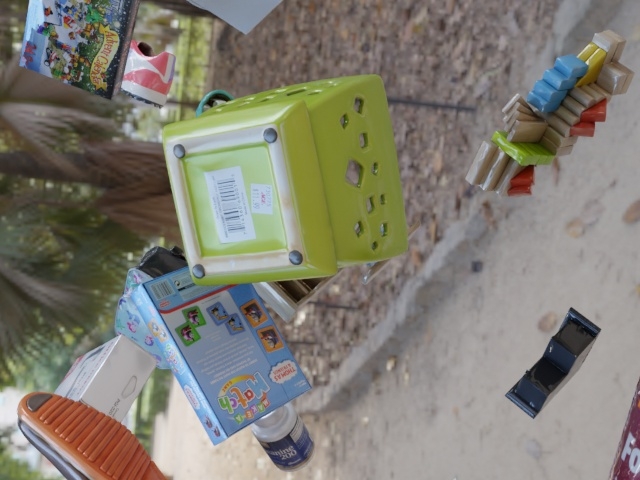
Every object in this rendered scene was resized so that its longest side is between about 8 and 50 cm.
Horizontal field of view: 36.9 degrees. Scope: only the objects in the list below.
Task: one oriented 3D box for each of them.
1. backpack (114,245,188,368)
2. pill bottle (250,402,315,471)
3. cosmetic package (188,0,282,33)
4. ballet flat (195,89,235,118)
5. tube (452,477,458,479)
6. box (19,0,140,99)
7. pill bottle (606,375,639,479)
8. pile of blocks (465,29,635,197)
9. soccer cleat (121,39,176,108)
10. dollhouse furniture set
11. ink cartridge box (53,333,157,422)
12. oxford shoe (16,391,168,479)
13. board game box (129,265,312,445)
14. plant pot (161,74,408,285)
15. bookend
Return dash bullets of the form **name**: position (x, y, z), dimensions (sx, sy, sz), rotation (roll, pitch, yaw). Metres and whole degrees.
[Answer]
- **backpack**: position (-0.339, 0.168, 2.120), dimensions (0.191, 0.225, 0.253), rotation (-56, -5, -39)
- **pill bottle**: position (-0.057, 0.261, 1.324), dimensions (0.067, 0.067, 0.120), rotation (-98, -14, -49)
- **cosmetic package**: position (-0.103, -0.487, 1.454), dimensions (0.385, 0.217, 0.156), rotation (-16, 48, 61)
- **ballet flat**: position (-0.151, -0.132, 1.504), dimensions (0.087, 0.083, 0.247), rotation (114, 146, -61)
- **tube**: position (0.154, 0.425, 1.362), dimensions (0.240, 0.070, 0.062), rotation (-50, 30, 39)
- **box**: position (-0.370, -0.353, 1.488), dimensions (0.044, 0.159, 0.233), rotation (-69, -1, -58)
- **pill bottle**: position (0.495, 0.250, 1.195), dimensions (0.224, 0.224, 0.392), rotation (-116, 35, -69)
- **pile of blocks**: position (0.415, -0.210, 1.676), dimensions (0.362, 0.149, 0.112), rotation (-51, 53, 10)
- **soccer cleat**: position (-0.415, -0.382, 2.051), dimensions (0.318, 0.109, 0.116), rotation (32, 100, 42)
- **dollhouse furniture set**: position (0.000, 0.000, 1.597), dimensions (0.161, 0.212, 0.242), rotation (-37, -13, -44)
- **ink cartridge box**: position (-0.415, 0.279, 1.773), dimensions (0.218, 0.092, 0.158), rotation (-26, 29, 49)
- **oxford shoe**: position (-0.272, 0.347, 1.263), dimensions (0.132, 0.364, 0.130), rotation (-50, -1, 16)
- **board game box**: position (-0.121, 0.128, 1.198), dimensions (0.039, 0.160, 0.211), rotation (-38, 79, 41)
- **plant pot**: position (-0.050, -0.063, 1.128), dimensions (0.207, 0.227, 0.228), rotation (-26, -73, -58)
- **bookend**: position (0.439, 0.234, 1.816), dimensions (0.072, 0.157, 0.156), rotation (39, 151, 22)
